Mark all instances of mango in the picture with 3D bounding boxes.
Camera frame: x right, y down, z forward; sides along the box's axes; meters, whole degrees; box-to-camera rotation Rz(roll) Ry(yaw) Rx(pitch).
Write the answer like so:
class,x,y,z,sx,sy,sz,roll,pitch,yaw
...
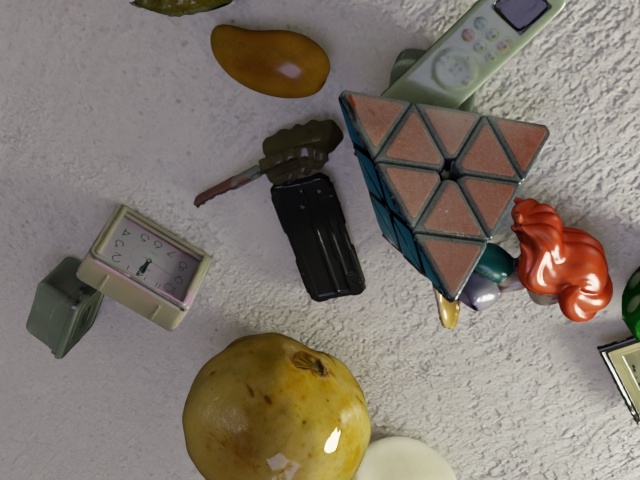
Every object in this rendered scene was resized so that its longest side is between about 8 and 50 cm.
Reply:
class,x,y,z,sx,sy,sz,roll,pitch,yaw
mango,-0.076,-0.258,1.519,0.184,0.085,0.102,14,130,11

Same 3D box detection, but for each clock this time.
class,x,y,z,sx,sy,sz,roll,pitch,yaw
clock,-0.295,0.046,1.780,0.192,0.147,0.071,32,129,-10

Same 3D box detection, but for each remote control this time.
class,x,y,z,sx,sy,sz,roll,pitch,yaw
remote control,0.197,-0.250,1.419,0.090,0.038,0.309,42,119,-12

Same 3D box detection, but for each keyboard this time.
class,x,y,z,sx,sy,sz,roll,pitch,yaw
keyboard,0.000,0.000,1.729,0.106,0.016,0.262,-11,129,12

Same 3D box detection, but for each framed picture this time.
class,x,y,z,sx,sy,sz,roll,pitch,yaw
framed picture,0.586,0.214,1.744,0.199,0.010,0.195,-21,121,20

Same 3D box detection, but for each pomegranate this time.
class,x,y,z,sx,sy,sz,roll,pitch,yaw
pomegranate,-0.081,0.325,1.841,0.333,0.332,0.332,8,129,10

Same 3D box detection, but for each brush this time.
class,x,y,z,sx,sy,sz,roll,pitch,yaw
brush,-0.096,-0.112,1.652,0.301,0.084,0.071,-20,120,37

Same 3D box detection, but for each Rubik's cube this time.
class,x,y,z,sx,sy,sz,roll,pitch,yaw
Rubik's cube,0.151,-0.071,1.451,0.228,0.233,0.228,20,106,27

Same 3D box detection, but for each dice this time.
class,x,y,z,sx,sy,sz,roll,pitch,yaw
dice,0.545,0.098,1.606,0.131,0.120,0.128,34,130,-10

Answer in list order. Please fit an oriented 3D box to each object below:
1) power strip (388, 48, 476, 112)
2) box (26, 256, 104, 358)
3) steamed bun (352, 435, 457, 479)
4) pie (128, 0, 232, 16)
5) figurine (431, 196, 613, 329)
class,x,y,z,sx,sy,sz,roll,pitch,yaw
power strip,0.184,-0.144,1.553,0.194,0.059,0.265,12,129,6
box,-0.461,0.116,1.907,0.093,0.124,0.172,31,129,3
steamed bun,0.127,0.461,1.964,0.242,0.164,0.146,1,142,-36
pie,-0.177,-0.464,1.388,0.297,0.078,0.371,4,130,13
figurine,0.302,0.038,1.597,0.257,0.181,0.208,-10,96,14
